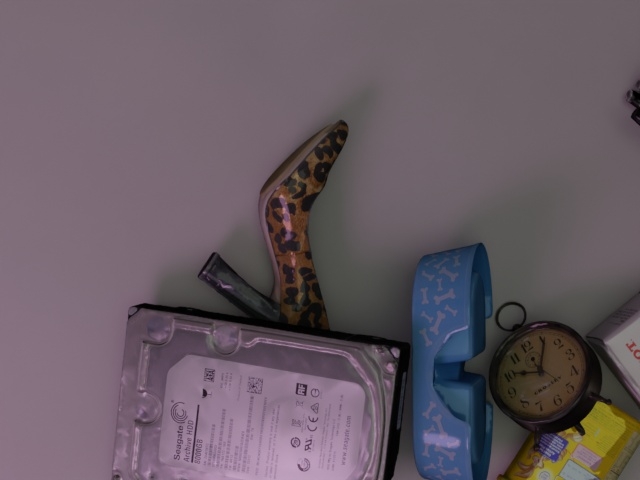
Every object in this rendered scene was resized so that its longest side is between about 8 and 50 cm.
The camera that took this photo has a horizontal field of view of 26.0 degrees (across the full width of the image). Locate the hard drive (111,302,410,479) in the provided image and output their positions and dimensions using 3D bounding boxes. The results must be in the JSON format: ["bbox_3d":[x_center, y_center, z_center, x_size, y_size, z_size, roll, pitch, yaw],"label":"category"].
[{"bbox_3d":[-0.075,0.211,1.624,0.338,0.064,0.237,9,95,17],"label":"hard drive"}]

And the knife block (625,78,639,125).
[{"bbox_3d":[0.498,-0.098,1.684,0.242,0.088,0.276,-2,114,24],"label":"knife block"}]

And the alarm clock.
[{"bbox_3d":[0.265,0.151,1.673,0.129,0.064,0.192,-34,56,13],"label":"alarm clock"}]

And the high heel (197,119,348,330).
[{"bbox_3d":[0.000,0.000,1.675,0.186,0.093,0.261,38,92,-9],"label":"high heel"}]

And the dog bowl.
[{"bbox_3d":[0.157,0.151,1.649,0.074,0.166,0.297,-1,91,16],"label":"dog bowl"}]

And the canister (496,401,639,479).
[{"bbox_3d":[0.308,0.270,1.700,0.126,0.073,0.170,33,88,-2],"label":"canister"}]

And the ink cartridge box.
[{"bbox_3d":[0.472,0.115,1.691,0.237,0.100,0.172,-38,93,-3],"label":"ink cartridge box"}]
